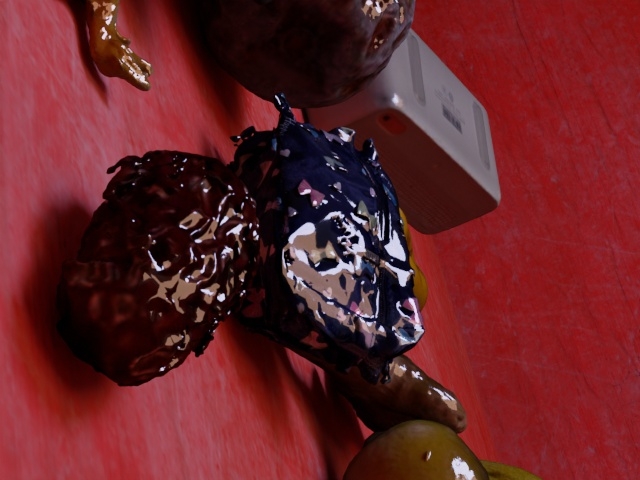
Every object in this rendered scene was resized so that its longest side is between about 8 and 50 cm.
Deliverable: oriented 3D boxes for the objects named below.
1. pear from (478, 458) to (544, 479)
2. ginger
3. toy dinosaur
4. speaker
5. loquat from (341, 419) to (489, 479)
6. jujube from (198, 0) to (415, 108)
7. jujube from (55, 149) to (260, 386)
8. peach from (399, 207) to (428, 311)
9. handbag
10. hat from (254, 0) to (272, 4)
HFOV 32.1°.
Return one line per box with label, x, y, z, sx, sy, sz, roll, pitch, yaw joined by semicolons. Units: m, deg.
pear;0.195;0.339;1.239;0.200;0.200;0.200;-19;90;-81
ginger;0.074;0.151;1.090;0.080;0.166;0.333;-63;160;-17
toy dinosaur;-0.165;-0.208;0.711;0.212;0.057;0.142;50;37;-39
speaker;0.128;-0.172;1.714;0.406;0.183;0.184;35;40;-50
loquat;0.089;0.249;0.953;0.195;0.152;0.152;67;6;27
jujube;-0.018;-0.276;1.130;0.317;0.226;0.226;-92;161;-52
jujube;-0.083;0.017;0.584;0.166;0.104;0.104;-71;143;-55
peach;0.077;0.028;1.442;0.179;0.103;0.179;-18;90;-78
handbag;0.000;0.000;0.936;0.162;0.113;0.260;23;38;-29
hat;-0.084;-0.397;0.861;0.366;0.257;0.381;60;-8;29
